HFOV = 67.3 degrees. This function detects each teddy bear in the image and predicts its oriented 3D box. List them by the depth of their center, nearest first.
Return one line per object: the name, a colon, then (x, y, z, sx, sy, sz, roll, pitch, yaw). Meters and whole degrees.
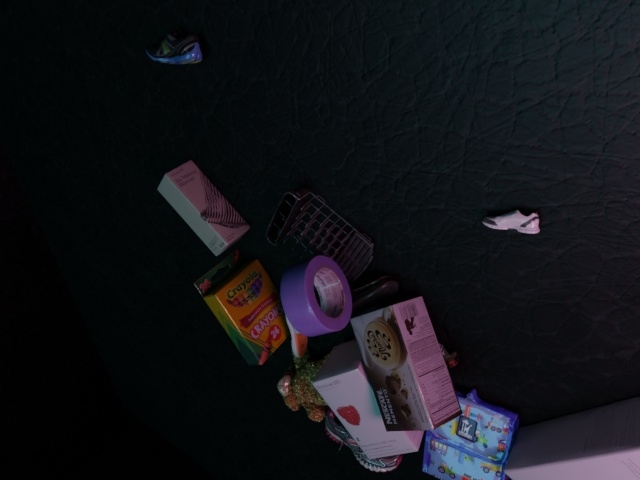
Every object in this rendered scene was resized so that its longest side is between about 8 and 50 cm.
teddy bear: (-0.037, 0.469, 1.575, 0.338, 0.113, 0.244, 0, 98, 49)

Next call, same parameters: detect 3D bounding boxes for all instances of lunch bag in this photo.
lunch bag: (0.409, 0.524, 1.301, 0.221, 0.138, 0.293, 13, 116, 34)

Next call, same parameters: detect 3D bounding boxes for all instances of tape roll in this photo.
tape roll: (-0.007, 0.137, 1.184, 0.080, 0.189, 0.188, -21, 107, 33)

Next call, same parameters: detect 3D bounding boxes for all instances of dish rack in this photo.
dish rack: (0.000, 0.000, 1.250, 0.272, 0.074, 0.208, 40, 140, 7)

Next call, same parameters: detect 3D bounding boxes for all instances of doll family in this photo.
doll family: (0.283, 0.340, 1.282, 0.111, 0.076, 0.193, 45, 143, -1)

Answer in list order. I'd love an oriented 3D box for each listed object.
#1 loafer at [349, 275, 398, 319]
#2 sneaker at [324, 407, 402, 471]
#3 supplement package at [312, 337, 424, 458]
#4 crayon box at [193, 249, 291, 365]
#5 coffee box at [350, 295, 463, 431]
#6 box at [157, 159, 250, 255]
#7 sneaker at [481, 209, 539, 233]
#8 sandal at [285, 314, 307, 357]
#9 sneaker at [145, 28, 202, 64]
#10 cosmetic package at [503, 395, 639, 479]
loafer: (0.107, 0.139, 1.261, 0.220, 0.080, 0.078, -34, 53, 36)
sneaker: (0.137, 0.670, 1.632, 0.299, 0.121, 0.111, 22, 131, 27)
supplement package: (0.150, 0.442, 1.371, 0.178, 0.175, 0.292, -29, 101, 36)
crayon box: (-0.225, 0.204, 1.506, 0.081, 0.202, 0.318, -17, 110, 46)
coffee box: (0.208, 0.308, 1.196, 0.168, 0.119, 0.296, -29, 75, 50)
box: (-0.350, -0.097, 1.445, 0.275, 0.113, 0.094, 48, 139, -3)
sneaker: (0.369, -0.042, 0.933, 0.109, 0.040, 0.043, 8, 110, 32)
sandal: (-0.047, 0.255, 1.479, 0.076, 0.102, 0.265, 7, 125, 22)
sneaker: (-0.362, -0.481, 1.195, 0.188, 0.067, 0.078, 13, 108, 36)
cosmetic package: (0.629, 0.498, 1.048, 0.217, 0.156, 0.385, 46, 141, 1)
